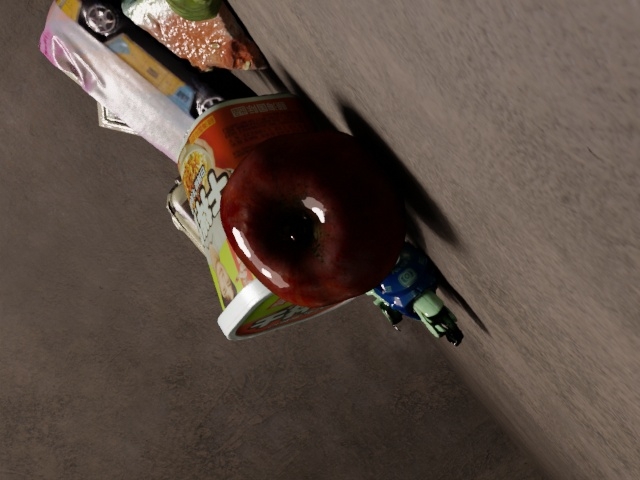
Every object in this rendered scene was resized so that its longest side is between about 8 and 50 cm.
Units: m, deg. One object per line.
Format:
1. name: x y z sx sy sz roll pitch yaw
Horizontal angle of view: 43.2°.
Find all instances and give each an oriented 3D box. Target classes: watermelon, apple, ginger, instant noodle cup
1. watermelon: -0.188 -0.345 1.314 0.257 0.140 0.193 42 -167 -36
2. apple: 0.001 -0.028 0.991 0.234 0.234 0.234 51 179 1
3. ginger: -0.175 -0.342 1.010 0.290 0.089 0.137 -112 10 -73
4. instant noodle cup: -0.072 -0.045 1.251 0.307 0.294 0.294 65 -177 16

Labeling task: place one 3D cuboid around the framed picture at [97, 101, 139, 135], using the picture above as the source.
1. framed picture: -0.314 -0.326 1.493 0.024 0.232 0.314 -62 -17 -52

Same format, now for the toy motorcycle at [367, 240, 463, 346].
1. toy motorcycle: 0.132 0.064 1.410 0.196 0.125 0.331 53 175 -27

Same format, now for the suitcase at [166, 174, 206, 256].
1. suitcase: -0.149 -0.082 1.902 0.339 0.351 0.194 50 170 -10

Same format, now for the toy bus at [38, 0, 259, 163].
1. toy bus: -0.294 -0.281 1.370 0.386 0.162 0.171 39 -159 -17

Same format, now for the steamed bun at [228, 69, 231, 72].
1. steamed bun: -0.312 -0.373 1.698 0.289 0.275 0.203 15 165 44
